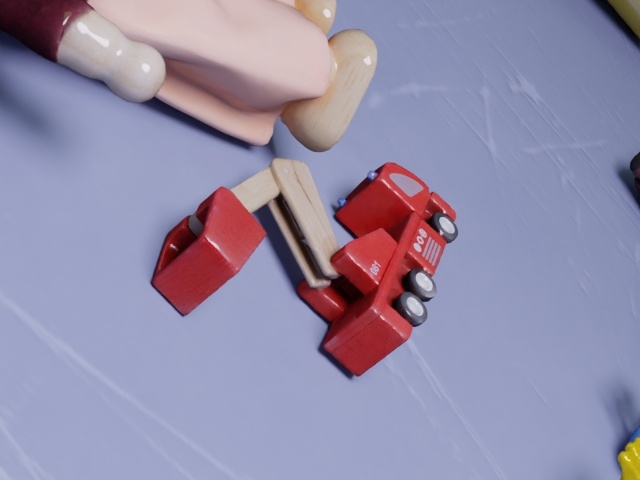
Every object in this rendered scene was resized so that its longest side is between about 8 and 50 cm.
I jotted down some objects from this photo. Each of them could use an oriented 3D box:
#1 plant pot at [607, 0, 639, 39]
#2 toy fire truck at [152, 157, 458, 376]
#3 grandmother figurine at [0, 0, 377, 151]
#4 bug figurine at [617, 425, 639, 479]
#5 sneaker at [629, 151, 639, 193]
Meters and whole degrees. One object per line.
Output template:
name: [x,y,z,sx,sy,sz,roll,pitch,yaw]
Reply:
plant pot: [0.331,-0.326,1.210,0.239,0.254,0.254,55,32,-21]
toy fire truck: [0.000,0.000,0.698,0.135,0.047,0.192,43,35,-10]
grandmother figurine: [-0.130,-0.133,0.636,0.342,0.104,0.208,16,21,-36]
bug figurine: [0.253,0.208,0.768,0.216,0.072,0.279,-3,55,-56]
sneaker: [0.299,-0.001,1.006,0.162,0.106,0.281,48,25,5]
